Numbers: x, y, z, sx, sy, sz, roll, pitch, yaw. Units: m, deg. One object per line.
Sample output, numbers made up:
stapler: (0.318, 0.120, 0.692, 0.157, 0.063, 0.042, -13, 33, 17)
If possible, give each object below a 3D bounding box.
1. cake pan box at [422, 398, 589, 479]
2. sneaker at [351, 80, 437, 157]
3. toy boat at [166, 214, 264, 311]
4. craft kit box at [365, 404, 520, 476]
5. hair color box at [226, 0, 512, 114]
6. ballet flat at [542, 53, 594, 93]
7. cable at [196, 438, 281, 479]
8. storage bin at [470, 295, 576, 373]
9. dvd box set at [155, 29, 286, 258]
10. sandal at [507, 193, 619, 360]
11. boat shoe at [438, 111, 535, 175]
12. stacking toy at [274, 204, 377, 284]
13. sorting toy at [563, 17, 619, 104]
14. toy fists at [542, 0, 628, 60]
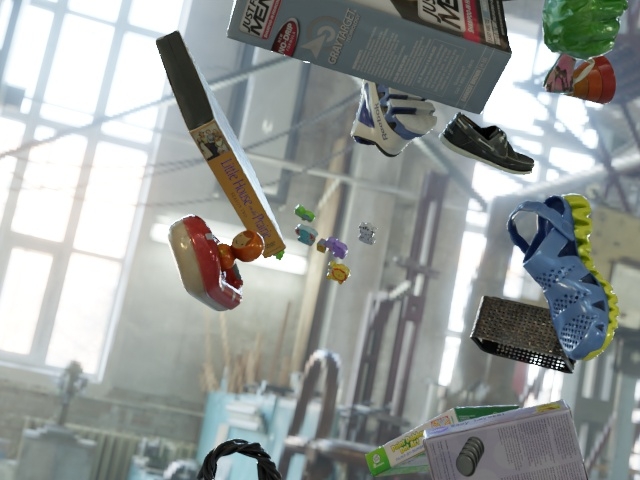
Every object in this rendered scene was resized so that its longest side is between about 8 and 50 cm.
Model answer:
cake pan box: (0.316, 0.416, 1.610, 0.246, 0.267, 0.070, -15, 4, 7)
sneaker: (0.120, -0.297, 2.034, 0.127, 0.315, 0.182, 6, -36, -28)
toy boat: (-0.172, 0.027, 1.754, 0.151, 0.151, 0.231, -25, -20, 6)
craft kit box: (0.262, 0.415, 2.034, 0.246, 0.061, 0.250, -39, -30, 31)
hair color box: (0.069, -0.322, 1.379, 0.374, 0.185, 0.113, 15, -48, -10)
ballet flat: (0.521, -0.378, 1.991, 0.079, 0.221, 0.077, 20, -27, 15)
cable: (-0.147, 0.435, 1.804, 0.150, 0.047, 0.184, 27, -55, 0)
storage bin: (0.379, 0.172, 1.797, 0.180, 0.084, 0.122, 13, -15, 27)
dvd box set: (-0.205, -0.194, 2.050, 0.062, 0.307, 0.420, -26, -41, 1)
sandal: (0.383, 0.052, 1.600, 0.138, 0.317, 0.126, 13, -42, -25)
boat shoe: (0.363, -0.199, 2.062, 0.233, 0.079, 0.084, 20, 23, -23)
stacking toy: (0.000, 0.000, 2.215, 0.221, 0.167, 0.052, 21, -45, 21)
sorting toy: (0.590, -0.471, 2.230, 0.126, 0.365, 0.127, -15, 30, -15)
toy fists: (0.442, -0.437, 1.610, 0.096, 0.279, 0.142, 0, 7, -16)
